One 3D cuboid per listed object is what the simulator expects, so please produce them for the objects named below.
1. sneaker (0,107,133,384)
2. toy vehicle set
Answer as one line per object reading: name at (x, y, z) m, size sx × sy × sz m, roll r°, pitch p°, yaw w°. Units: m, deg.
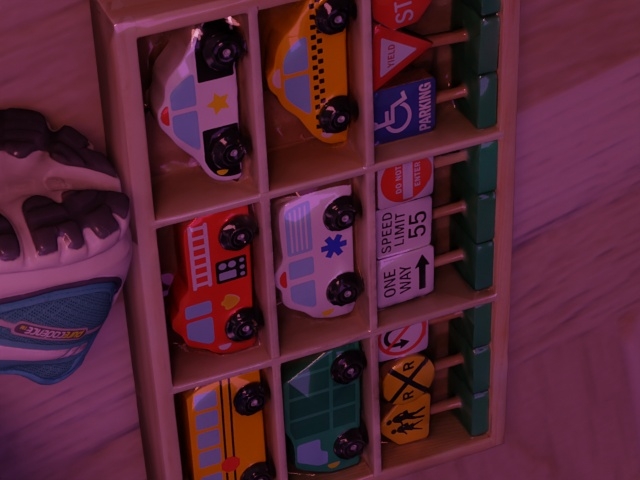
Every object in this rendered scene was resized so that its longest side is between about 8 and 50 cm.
sneaker at (-0.197, 0.030, 0.645) m, size 0.275 × 0.107 × 0.110 m, roll -5°, pitch 133°, yaw -25°
toy vehicle set at (0.000, 0.000, 0.765) m, size 0.166 × 0.035 × 0.267 m, roll -16°, pitch 128°, yaw -17°
